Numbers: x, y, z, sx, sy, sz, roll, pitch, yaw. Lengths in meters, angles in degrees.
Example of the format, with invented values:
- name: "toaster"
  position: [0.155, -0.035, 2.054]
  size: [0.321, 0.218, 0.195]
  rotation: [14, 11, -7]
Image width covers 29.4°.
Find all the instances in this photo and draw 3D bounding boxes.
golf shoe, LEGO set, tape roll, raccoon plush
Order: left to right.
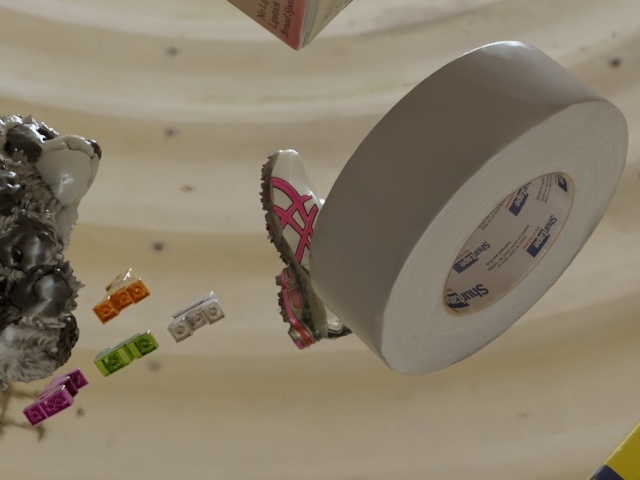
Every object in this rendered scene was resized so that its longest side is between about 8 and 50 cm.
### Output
- name: "raccoon plush"
  position: [-0.411, 0.002, 1.118]
  size: [0.299, 0.447, 0.216]
  rotation: [-129, -148, -58]
- name: "LEGO set"
  position: [-0.209, 0.083, 1.231]
  size: [0.227, 0.087, 0.093]
  rotation: [-29, -167, 8]
- name: "golf shoe"
  position: [0.000, 0.000, 1.027]
  size: [0.086, 0.067, 0.186]
  rotation: [-18, -119, 8]
- name: "tape roll"
  position: [0.098, -0.017, 0.788]
  size: [0.072, 0.219, 0.219]
  rotation: [43, -70, 29]

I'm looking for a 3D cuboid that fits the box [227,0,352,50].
- name: "box"
  position: [-0.058, -0.269, 0.839]
  size: [0.127, 0.232, 0.148]
  rotation: [-48, 168, -25]

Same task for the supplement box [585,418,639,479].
- name: "supplement box"
  position: [0.428, 0.271, 1.367]
  size: [0.356, 0.195, 0.194]
  rotation: [-35, 160, -37]
